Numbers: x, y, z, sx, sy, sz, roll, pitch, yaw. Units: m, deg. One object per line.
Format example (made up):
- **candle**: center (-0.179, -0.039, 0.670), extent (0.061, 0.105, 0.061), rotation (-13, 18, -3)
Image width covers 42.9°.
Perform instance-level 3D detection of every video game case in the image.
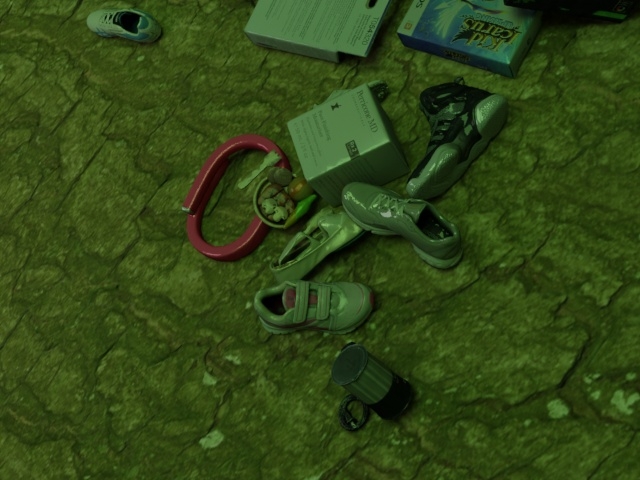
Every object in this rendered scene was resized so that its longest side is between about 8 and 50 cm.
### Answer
- **video game case**: center (0.331, -0.488, 1.694), extent (0.269, 0.061, 0.244), rotation (24, 83, 29)

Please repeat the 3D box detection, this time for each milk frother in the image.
- **milk frother**: center (0.065, 0.272, 1.479), extent (0.143, 0.135, 0.129), rotation (-51, 29, -4)

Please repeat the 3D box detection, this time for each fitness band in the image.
- **fitness band**: center (-0.184, -0.095, 1.775), extent (0.209, 0.054, 0.291), rotation (23, 83, 29)

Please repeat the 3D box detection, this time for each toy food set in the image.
- **toy food set**: center (-0.078, -0.091, 1.693), extent (0.132, 0.038, 0.192), rotation (-43, 79, -4)

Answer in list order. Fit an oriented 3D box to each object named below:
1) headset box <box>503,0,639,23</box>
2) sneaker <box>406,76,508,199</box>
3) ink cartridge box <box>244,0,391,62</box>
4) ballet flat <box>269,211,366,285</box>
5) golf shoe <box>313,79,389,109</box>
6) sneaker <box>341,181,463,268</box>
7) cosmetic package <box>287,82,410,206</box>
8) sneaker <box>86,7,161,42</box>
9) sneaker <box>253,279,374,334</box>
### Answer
- **headset box**: center (0.490, -0.534, 1.487), extent (0.246, 0.283, 0.131), rotation (7, 71, -7)
- **sneaker**: center (0.235, -0.207, 1.610), extent (0.268, 0.101, 0.153), rotation (-47, 59, -5)
- **ink cartridge box**: center (0.032, -0.568, 1.852), extent (0.330, 0.071, 0.324), rotation (20, 79, 25)
- **ballet flat**: center (0.000, 0.000, 1.631), extent (0.248, 0.086, 0.086), rotation (-39, 60, 5)
- **golf shoe**: center (0.058, -0.306, 1.744), extent (0.176, 0.069, 0.086), rotation (-29, 56, 10)
- **sneaker**: center (0.158, -0.054, 1.540), extent (0.262, 0.121, 0.099), rotation (28, 69, 15)
- **cosmetic package**: center (0.058, -0.189, 1.646), extent (0.183, 0.151, 0.151), rotation (-26, 64, 13)
- **sneaker**: center (-0.512, -0.560, 2.077), extent (0.237, 0.086, 0.085), rotation (16, 79, 29)
- **sneaker**: center (-0.022, 0.128, 1.585), extent (0.252, 0.111, 0.103), rotation (-11, 67, 20)
